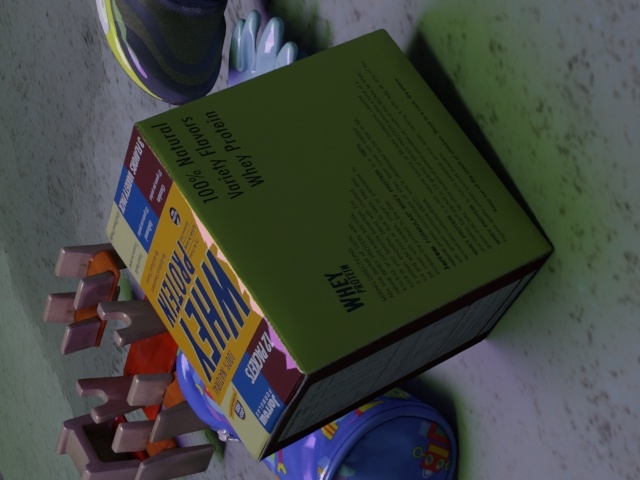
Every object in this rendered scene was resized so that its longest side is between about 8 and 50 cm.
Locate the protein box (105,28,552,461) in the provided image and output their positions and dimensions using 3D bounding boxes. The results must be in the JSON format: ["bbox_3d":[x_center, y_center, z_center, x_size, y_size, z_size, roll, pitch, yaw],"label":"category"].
[{"bbox_3d":[0.000,0.000,0.980,0.199,0.201,0.136,55,149,18],"label":"protein box"}]

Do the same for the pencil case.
[{"bbox_3d":[-0.016,0.145,1.220,0.306,0.119,0.133,28,106,57],"label":"pencil case"}]

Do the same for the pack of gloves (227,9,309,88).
[{"bbox_3d":[0.001,-0.065,1.177,0.195,0.046,0.232,37,140,33],"label":"pack of gloves"}]

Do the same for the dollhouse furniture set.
[{"bbox_3d":[-0.201,0.164,1.650,0.262,0.135,0.259,53,137,35],"label":"dollhouse furniture set"}]

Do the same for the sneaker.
[{"bbox_3d":[-0.097,-0.250,1.125,0.121,0.111,0.299,21,112,51],"label":"sneaker"}]
